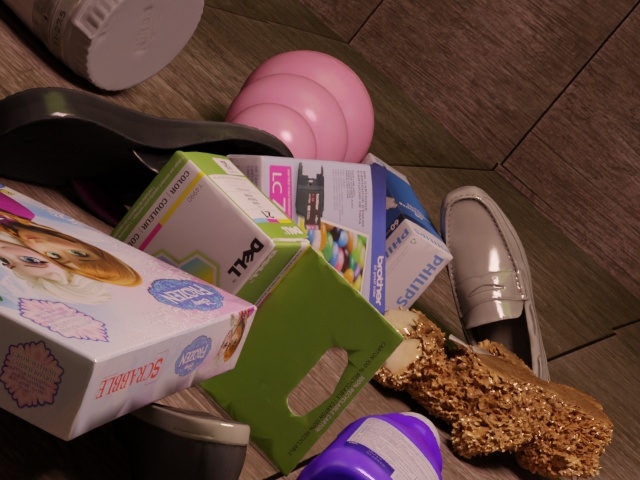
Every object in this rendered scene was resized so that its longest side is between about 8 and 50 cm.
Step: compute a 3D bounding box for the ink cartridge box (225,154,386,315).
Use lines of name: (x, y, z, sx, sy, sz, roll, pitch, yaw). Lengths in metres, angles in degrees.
ink cartridge box: (0.000, 0.000, 1.783, 0.065, 0.186, 0.311, 1, 1, 31)

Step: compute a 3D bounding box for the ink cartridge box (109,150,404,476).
ink cartridge box: (-0.080, 0.069, 1.421, 0.255, 0.189, 0.097, 44, 14, 17)

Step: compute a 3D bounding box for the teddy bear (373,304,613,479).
teddy bear: (0.194, 0.196, 1.915, 0.338, 0.113, 0.245, 22, 16, -28)

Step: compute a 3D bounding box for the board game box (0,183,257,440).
board game box: (-0.248, 0.032, 1.206, 0.318, 0.066, 0.318, 25, 11, 14)

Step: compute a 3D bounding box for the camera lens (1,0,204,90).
camera lens: (-0.316, -0.362, 2.075, 0.274, 0.219, 0.219, 45, 16, 22)

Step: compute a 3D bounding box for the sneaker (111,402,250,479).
sneaker: (-0.126, 0.188, 1.210, 0.083, 0.118, 0.222, 13, -6, -19)

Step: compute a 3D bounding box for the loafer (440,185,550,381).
loafer: (0.237, 0.083, 2.076, 0.111, 0.112, 0.319, -51, 121, -75)

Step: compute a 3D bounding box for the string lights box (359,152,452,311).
string lights box: (0.084, -0.003, 2.141, 0.076, 0.133, 0.260, 32, 16, -25)

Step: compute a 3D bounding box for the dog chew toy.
dog chew toy: (-0.044, -0.149, 2.175, 0.206, 0.206, 0.332, 39, 23, 0)

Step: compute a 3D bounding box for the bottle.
bottle: (0.057, 0.226, 1.475, 0.118, 0.092, 0.283, 46, 15, 5)

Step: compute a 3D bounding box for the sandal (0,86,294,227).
sandal: (-0.190, -0.061, 1.688, 0.445, 0.167, 0.107, 8, 58, -50)
